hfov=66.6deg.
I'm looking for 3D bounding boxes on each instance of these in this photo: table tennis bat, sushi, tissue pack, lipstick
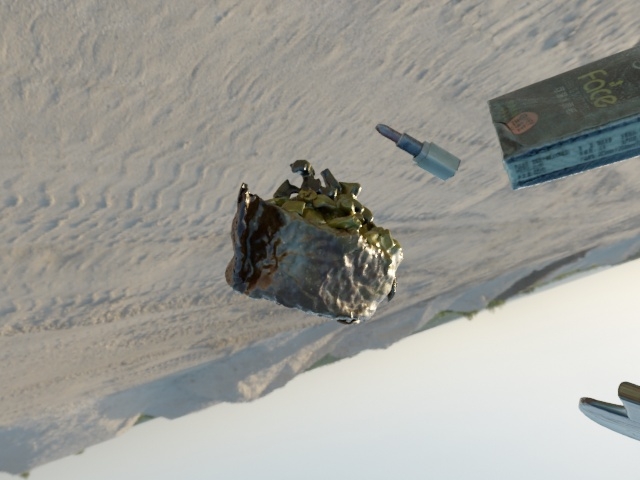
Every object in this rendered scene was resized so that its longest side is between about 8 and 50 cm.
[{"bbox_3d":[0.430,0.240,0.644,0.174,0.022,0.301,13,160,40],"label":"table tennis bat"},{"bbox_3d":[0.002,0.000,0.614,0.297,0.179,0.167,16,-172,-30],"label":"sushi"},{"bbox_3d":[0.479,-0.225,0.876,0.316,0.227,0.103,-16,129,22],"label":"tissue pack"},{"bbox_3d":[0.110,-0.107,0.565,0.107,0.025,0.025,27,154,-11],"label":"lipstick"}]
